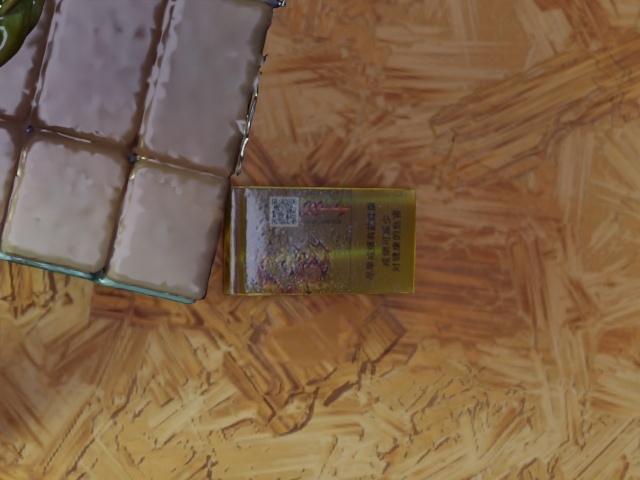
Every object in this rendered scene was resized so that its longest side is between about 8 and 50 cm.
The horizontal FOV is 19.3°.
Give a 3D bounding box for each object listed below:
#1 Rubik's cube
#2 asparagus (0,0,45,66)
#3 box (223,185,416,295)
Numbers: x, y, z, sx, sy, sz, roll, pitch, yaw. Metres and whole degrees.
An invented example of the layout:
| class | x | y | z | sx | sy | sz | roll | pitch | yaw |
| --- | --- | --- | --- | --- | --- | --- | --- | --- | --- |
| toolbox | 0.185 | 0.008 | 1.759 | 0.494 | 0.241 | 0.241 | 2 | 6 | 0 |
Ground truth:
| class | x | y | z | sx | sy | sz | roll | pitch | yaw |
| --- | --- | --- | --- | --- | --- | --- | --- | --- | --- |
| Rubik's cube | -0.186 | -0.092 | 1.310 | 0.225 | 0.231 | 0.221 | 14 | 88 | -21 |
| asparagus | -0.190 | -0.170 | 1.142 | 0.080 | 0.080 | 0.287 | 35 | 82 | -17 |
| box | 0.000 | 0.000 | 1.485 | 0.156 | 0.022 | 0.089 | -2 | 91 | -19 |
